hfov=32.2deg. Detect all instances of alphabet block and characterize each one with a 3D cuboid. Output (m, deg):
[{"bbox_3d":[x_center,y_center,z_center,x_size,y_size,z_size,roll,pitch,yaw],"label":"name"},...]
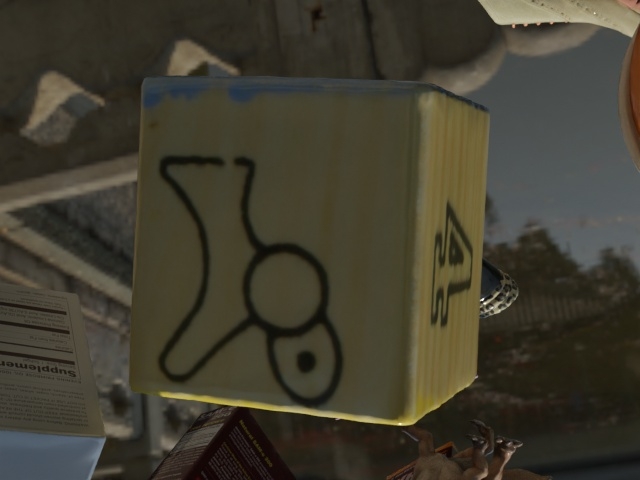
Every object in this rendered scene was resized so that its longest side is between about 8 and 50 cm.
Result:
[{"bbox_3d":[0.000,0.000,0.729,0.192,0.197,0.193,5,-176,21],"label":"alphabet block"}]

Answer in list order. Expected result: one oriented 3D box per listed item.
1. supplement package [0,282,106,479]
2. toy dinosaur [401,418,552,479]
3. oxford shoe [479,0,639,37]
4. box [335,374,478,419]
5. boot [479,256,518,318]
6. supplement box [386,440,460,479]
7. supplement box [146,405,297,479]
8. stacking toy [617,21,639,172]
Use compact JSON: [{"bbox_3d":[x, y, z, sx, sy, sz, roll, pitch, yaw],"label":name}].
[{"bbox_3d":[-0.280,0.165,0.723,0.204,0.145,0.261,10,121,-26],"label":"supplement package"},{"bbox_3d":[0.173,0.347,1.492,0.296,0.200,0.127,12,-178,-39],"label":"toy dinosaur"},{"bbox_3d":[0.310,-0.350,1.502,0.397,0.140,0.146,28,127,1],"label":"oxford shoe"},{"bbox_3d":[0.119,0.173,1.924,0.243,0.213,0.117,-10,166,-34],"label":"box"},{"bbox_3d":[0.133,0.052,1.511,0.179,0.085,0.236,39,141,-28],"label":"boot"},{"bbox_3d":[0.196,0.447,1.714,0.129,0.191,0.194,-32,-179,11],"label":"supplement box"},{"bbox_3d":[-0.120,0.285,1.093,0.073,0.130,0.239,-21,-162,37],"label":"supplement box"},{"bbox_3d":[0.378,-0.219,0.907,0.351,0.350,0.480,-15,155,23],"label":"stacking toy"}]
